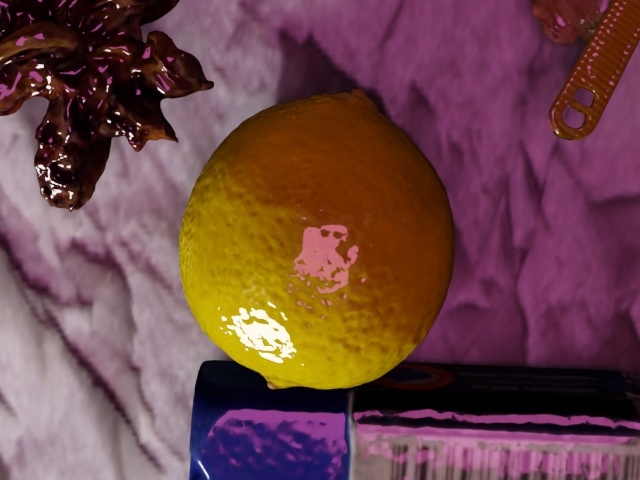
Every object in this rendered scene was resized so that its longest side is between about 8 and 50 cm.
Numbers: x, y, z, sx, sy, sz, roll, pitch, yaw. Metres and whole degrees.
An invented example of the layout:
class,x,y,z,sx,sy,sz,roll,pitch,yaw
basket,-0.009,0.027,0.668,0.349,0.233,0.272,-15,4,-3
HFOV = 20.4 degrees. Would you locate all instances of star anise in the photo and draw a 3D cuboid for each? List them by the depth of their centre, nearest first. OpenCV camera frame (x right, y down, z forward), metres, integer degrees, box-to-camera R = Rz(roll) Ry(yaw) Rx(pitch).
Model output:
class,x,y,z,sx,sy,sz,roll,pitch,yaw
star anise,-0.162,-0.125,1.151,0.190,0.126,0.220,7,98,-7

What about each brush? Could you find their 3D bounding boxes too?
class,x,y,z,sx,sy,sz,roll,pitch,yaw
brush,0.208,-0.161,1.154,0.082,0.010,0.218,28,90,-14

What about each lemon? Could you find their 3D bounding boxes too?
class,x,y,z,sx,sy,sz,roll,pitch,yaw
lemon,0.000,0.000,1.154,0.178,0.178,0.203,16,99,-5

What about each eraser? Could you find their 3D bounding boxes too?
class,x,y,z,sx,sy,sz,roll,pitch,yaw
eraser,0.076,0.167,1.227,0.332,0.101,0.155,2,103,-1

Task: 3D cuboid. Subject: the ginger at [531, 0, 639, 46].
class,x,y,z,sx,sy,sz,roll,pitch,yaw
ginger,0.215,-0.149,1.193,0.133,0.059,0.214,-25,102,-5
